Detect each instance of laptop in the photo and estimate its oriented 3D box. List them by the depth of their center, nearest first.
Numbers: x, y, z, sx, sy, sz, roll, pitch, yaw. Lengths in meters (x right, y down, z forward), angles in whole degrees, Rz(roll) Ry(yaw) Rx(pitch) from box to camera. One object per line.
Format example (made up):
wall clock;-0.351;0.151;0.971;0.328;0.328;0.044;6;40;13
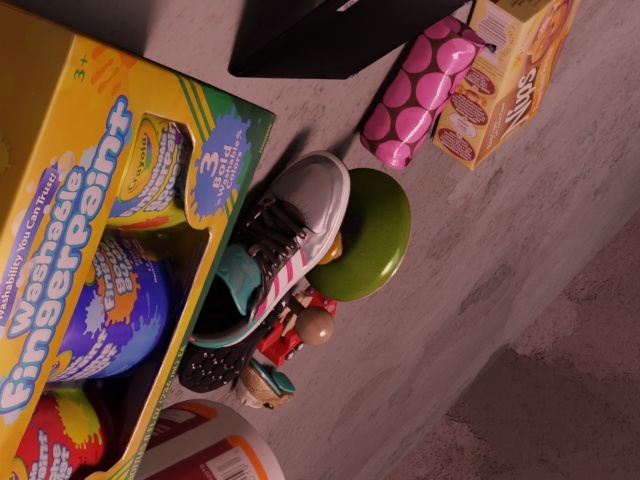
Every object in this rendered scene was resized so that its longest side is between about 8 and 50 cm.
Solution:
laptop;0.057;-0.273;1.462;0.234;0.136;0.264;-24;-144;54

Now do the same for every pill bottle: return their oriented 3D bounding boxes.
pill bottle;-0.235;0.330;1.461;0.392;0.224;0.224;-20;145;-47

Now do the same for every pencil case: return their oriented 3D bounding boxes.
pencil case;0.138;-0.198;1.855;0.209;0.095;0.098;-55;177;18

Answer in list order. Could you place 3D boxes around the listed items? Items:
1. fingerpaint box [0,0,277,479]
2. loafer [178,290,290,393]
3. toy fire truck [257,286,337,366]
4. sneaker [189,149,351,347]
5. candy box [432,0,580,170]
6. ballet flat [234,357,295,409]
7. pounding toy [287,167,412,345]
fingerpaint box;-0.241;0.050;1.132;0.445;0.163;0.371;-68;160;4
loafer;-0.114;0.119;1.868;0.223;0.076;0.078;-49;-161;27
toy fire truck;-0.044;0.117;2.080;0.192;0.047;0.135;-41;158;-32
sneaker;-0.084;0.017;1.690;0.296;0.123;0.178;-54;171;13
candy box;0.279;-0.270;2.052;0.183;0.087;0.316;-40;159;-32
ballet flat;-0.093;0.231;2.152;0.067;0.073;0.206;-37;158;3
pounding toy;0.000;0.000;1.824;0.110;0.183;0.237;24;107;-46
